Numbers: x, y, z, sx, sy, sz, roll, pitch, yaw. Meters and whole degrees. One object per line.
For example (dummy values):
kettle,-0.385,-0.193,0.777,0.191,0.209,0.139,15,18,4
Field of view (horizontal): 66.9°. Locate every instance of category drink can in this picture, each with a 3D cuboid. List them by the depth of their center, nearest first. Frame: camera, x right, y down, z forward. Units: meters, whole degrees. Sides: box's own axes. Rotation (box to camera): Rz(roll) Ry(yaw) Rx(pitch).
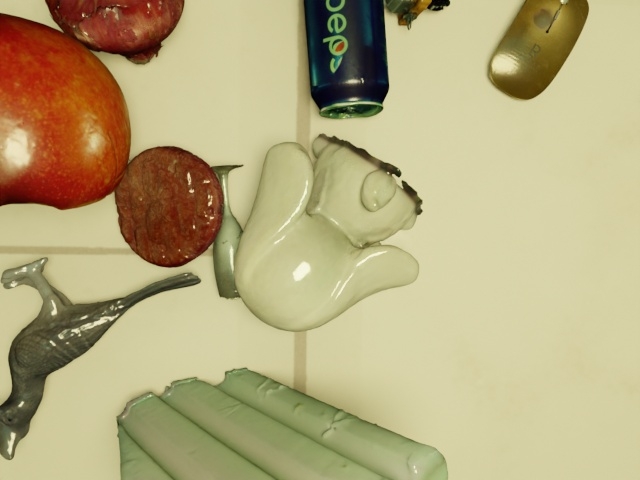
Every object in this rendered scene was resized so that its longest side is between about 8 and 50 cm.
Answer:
drink can,0.038,-0.285,0.699,0.118,0.118,0.204,-5,92,-3

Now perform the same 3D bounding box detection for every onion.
onion,-0.278,-0.314,0.674,0.184,0.183,0.147,-4,135,-3

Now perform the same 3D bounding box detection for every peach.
peach,-0.370,-0.148,0.592,0.249,0.274,0.245,-28,131,-9

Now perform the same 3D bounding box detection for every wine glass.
wine glass,-0.136,-0.013,0.732,0.066,0.066,0.197,-6,94,-3

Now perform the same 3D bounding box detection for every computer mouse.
computer mouse,0.340,-0.316,0.750,0.102,0.045,0.199,31,91,-6

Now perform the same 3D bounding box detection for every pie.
pie,-0.222,-0.048,0.702,0.183,0.050,0.182,3,98,20

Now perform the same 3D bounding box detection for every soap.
soap,-0.095,0.307,0.604,0.261,0.446,0.156,-21,107,-40

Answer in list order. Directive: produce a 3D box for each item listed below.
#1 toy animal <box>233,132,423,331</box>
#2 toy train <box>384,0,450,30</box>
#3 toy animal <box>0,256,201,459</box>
toy animal,0.019,-0.003,0.682,0.249,0.174,0.289,17,90,-3
toy train,0.148,-0.422,0.715,0.127,0.089,0.219,-5,92,-13
toy animal,-0.380,0.115,0.716,0.367,0.081,0.206,-44,90,-8
